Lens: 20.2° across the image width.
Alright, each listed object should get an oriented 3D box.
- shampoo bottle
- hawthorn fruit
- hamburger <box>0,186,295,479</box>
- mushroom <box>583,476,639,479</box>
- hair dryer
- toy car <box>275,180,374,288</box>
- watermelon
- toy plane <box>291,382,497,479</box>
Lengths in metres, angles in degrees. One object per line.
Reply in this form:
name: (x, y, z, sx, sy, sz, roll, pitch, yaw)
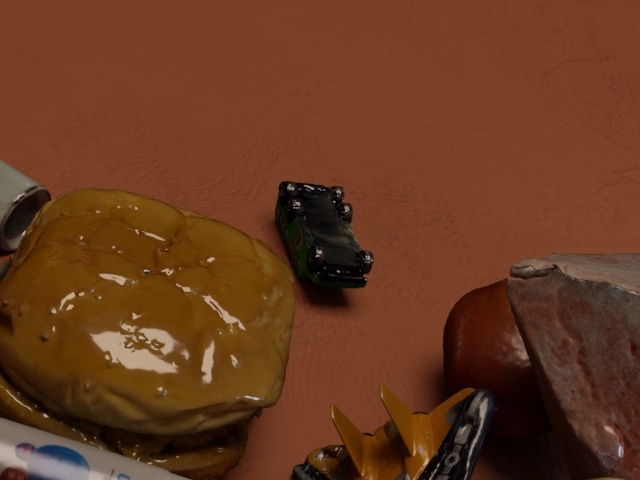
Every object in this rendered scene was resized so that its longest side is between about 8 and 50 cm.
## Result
shampoo bottle: (-0.188, 0.212, 1.440, 0.303, 0.092, 0.092, 19, 32, -4)
hawthorn fruit: (0.183, 0.134, 1.734, 0.163, 0.162, 0.203, 24, 52, 5)
hamburger: (-0.169, 0.081, 1.589, 0.319, 0.158, 0.318, 13, 32, -8)
mushroom: (0.269, 0.285, 1.456, 0.254, 0.234, 0.260, 29, 32, 6)
hair dryer: (-0.384, -0.016, 1.713, 0.131, 0.073, 0.236, 32, 42, 20)
toy car: (0.000, 0.000, 1.893, 0.071, 0.062, 0.165, 5, 35, -22)
watermelon: (0.302, 0.114, 1.674, 0.292, 0.283, 0.250, 42, 3, 8)
toy plane: (0.071, 0.271, 1.486, 0.103, 0.204, 0.316, 45, 29, -44)
